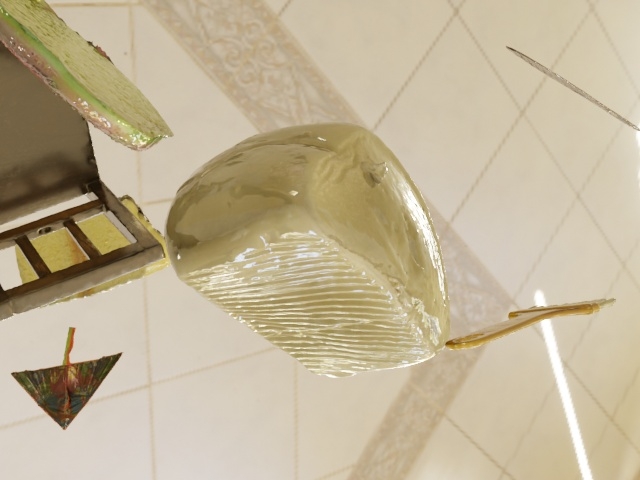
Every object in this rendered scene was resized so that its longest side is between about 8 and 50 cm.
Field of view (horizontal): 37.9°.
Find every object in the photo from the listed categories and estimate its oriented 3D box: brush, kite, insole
[{"bbox_3d":[0.213,0.087,0.983,0.272,0.103,0.013,-9,88,-50],"label":"brush"},{"bbox_3d":[-0.381,0.205,1.393,0.010,0.190,0.159,57,24,-61],"label":"kite"},{"bbox_3d":[0.190,-0.110,0.688,0.135,0.045,0.002,25,103,-24],"label":"insole"}]

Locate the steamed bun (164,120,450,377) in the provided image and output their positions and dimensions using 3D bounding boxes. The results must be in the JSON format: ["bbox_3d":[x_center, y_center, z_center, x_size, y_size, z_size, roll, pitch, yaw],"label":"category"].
[{"bbox_3d":[-0.002,-0.005,1.108,0.383,0.247,0.236,42,42,-45],"label":"steamed bun"}]

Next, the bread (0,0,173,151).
[{"bbox_3d":[-0.218,-0.155,0.813,0.033,0.228,0.228,-44,128,5],"label":"bread"}]

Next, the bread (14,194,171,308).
[{"bbox_3d":[-0.416,0.043,1.709,0.178,0.266,0.142,45,35,-51],"label":"bread"}]

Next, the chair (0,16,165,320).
[{"bbox_3d":[-0.349,-0.116,1.020,0.203,0.416,0.240,-22,116,-22],"label":"chair"}]
